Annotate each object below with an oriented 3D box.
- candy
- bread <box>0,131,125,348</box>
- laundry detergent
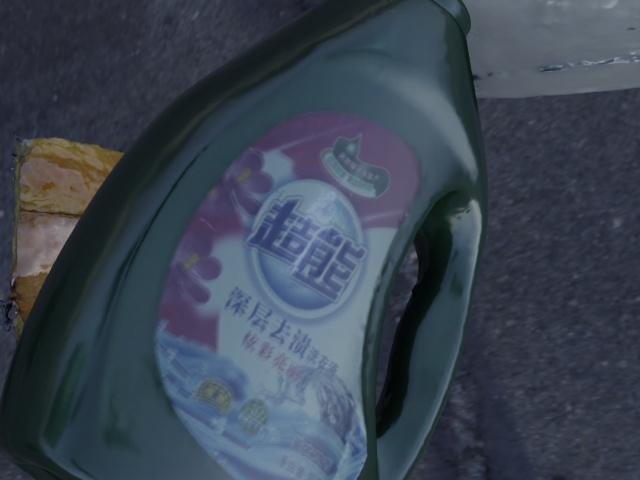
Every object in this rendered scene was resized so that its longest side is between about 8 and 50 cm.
[{"bbox_3d":[0.153,-0.173,0.748,0.295,0.295,0.185,-8,93,-17],"label":"candy"},{"bbox_3d":[-0.183,0.010,1.099,0.134,0.260,0.129,1,70,-15],"label":"bread"},{"bbox_3d":[0.000,0.000,0.431,0.137,0.063,0.211,40,67,-28],"label":"laundry detergent"}]
